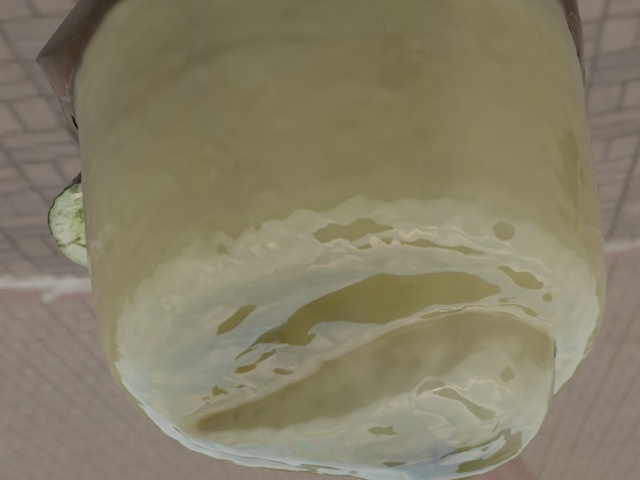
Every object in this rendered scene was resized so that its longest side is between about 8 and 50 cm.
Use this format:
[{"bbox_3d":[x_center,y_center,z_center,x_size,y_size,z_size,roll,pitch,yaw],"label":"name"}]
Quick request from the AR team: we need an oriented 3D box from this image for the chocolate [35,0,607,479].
[{"bbox_3d":[0.000,0.000,0.803,0.314,0.297,0.326,20,147,-29],"label":"chocolate"}]

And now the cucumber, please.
[{"bbox_3d":[-0.148,-0.060,1.173,0.074,0.074,0.241,-16,-159,25],"label":"cucumber"}]
